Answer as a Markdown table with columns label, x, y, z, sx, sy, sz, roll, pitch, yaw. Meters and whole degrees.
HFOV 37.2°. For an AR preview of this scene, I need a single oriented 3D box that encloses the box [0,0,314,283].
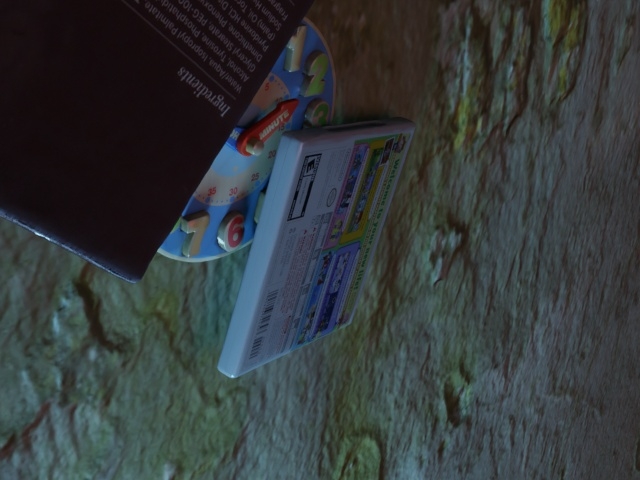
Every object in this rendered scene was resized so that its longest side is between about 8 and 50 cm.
| label | x | y | z | sx | sy | sz | roll | pitch | yaw |
| --- | --- | --- | --- | --- | --- | --- | --- | --- | --- |
| box | -0.135 | -0.121 | 0.472 | 0.203 | 0.168 | 0.167 | -59 | 146 | -4 |

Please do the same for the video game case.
| label | x | y | z | sx | sy | sz | roll | pitch | yaw |
| --- | --- | --- | --- | --- | --- | --- | --- | --- | --- |
| video game case | 0.000 | 0.000 | 0.821 | 0.193 | 0.023 | 0.213 | -17 | 129 | -56 |

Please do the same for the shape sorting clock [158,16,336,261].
| label | x | y | z | sx | sy | sz | roll | pitch | yaw |
| --- | --- | --- | --- | --- | --- | --- | --- | --- | --- |
| shape sorting clock | -0.060 | -0.075 | 0.710 | 0.206 | 0.040 | 0.206 | -30 | 134 | -36 |
